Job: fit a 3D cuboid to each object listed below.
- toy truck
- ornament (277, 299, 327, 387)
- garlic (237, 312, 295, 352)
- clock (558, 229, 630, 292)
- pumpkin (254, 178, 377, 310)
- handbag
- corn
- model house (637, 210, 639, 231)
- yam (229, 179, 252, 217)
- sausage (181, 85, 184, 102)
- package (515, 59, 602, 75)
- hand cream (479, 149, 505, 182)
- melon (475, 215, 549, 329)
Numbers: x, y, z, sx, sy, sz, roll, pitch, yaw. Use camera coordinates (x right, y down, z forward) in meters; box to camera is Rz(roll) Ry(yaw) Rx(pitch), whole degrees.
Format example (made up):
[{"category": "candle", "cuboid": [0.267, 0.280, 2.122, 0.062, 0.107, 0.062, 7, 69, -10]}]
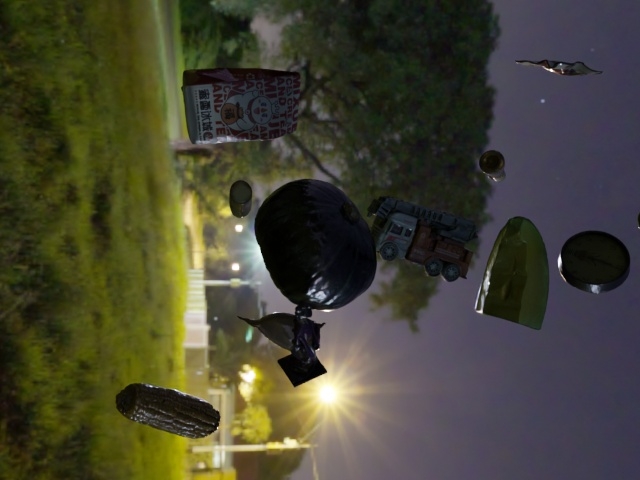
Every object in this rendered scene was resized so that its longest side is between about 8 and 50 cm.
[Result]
[{"category": "toy truck", "cuboid": [0.275, -0.016, 1.958, 0.133, 0.339, 0.184, -134, -117, -72]}, {"category": "ornament", "cuboid": [-0.026, 0.198, 1.398, 0.088, 0.081, 0.203, 47, -38, 39]}, {"category": "garlic", "cuboid": [-0.092, 0.221, 1.660, 0.129, 0.198, 0.090, -7, -115, 60]}, {"category": "clock", "cuboid": [0.739, 0.053, 1.852, 0.040, 0.185, 0.184, 68, 14, -53]}, {"category": "pumpkin", "cuboid": [0.000, 0.000, 1.570, 0.239, 0.315, 0.315, -34, -138, 28]}, {"category": "handbag", "cuboid": [-0.195, -0.349, 1.744, 0.151, 0.298, 0.171, -113, -161, -60]}, {"category": "corn", "cuboid": [-0.371, 0.422, 1.698, 0.318, 0.115, 0.115, 37, 40, -47]}, {"category": "model house", "cuboid": [0.928, -0.018, 1.651, 0.303, 0.237, 0.215, -97, -150, -68]}, {"category": "yam", "cuboid": [-0.228, -0.118, 1.969, 0.146, 0.070, 0.069, 109, -19, -71]}, {"category": "sausage", "cuboid": [-0.350, -0.361, 1.823, 0.116, 0.026, 0.026, 89, -4, -50]}, {"category": "package", "cuboid": [0.695, -0.504, 2.009, 0.232, 0.166, 0.040, -143, -120, -65]}, {"category": "hand cream", "cuboid": [0.601, -0.247, 2.361, 0.203, 0.084, 0.083, 22, 67, -67]}, {"category": "melon", "cuboid": [0.558, 0.085, 1.954, 0.124, 0.196, 0.323, -17, 117, -62]}]
